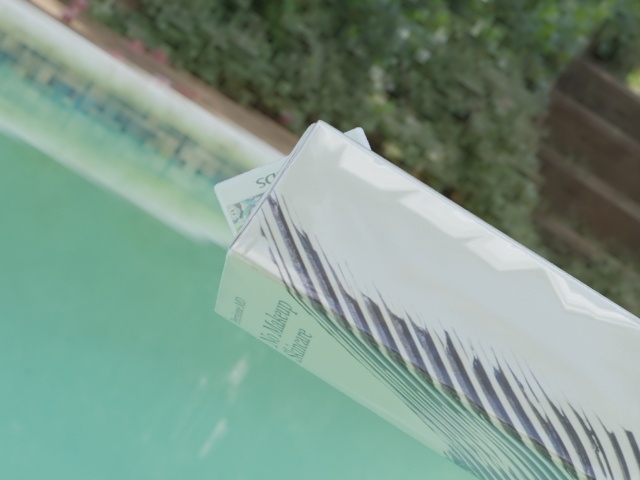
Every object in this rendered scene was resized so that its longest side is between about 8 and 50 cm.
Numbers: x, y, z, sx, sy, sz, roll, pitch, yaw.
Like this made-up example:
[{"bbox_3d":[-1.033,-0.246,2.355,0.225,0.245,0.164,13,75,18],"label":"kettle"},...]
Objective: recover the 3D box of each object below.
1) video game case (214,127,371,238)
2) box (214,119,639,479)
[{"bbox_3d":[0.000,0.000,1.603,0.157,0.143,0.019,68,19,-5],"label":"video game case"},{"bbox_3d":[0.084,0.059,0.970,0.275,0.094,0.113,31,-20,5],"label":"box"}]
